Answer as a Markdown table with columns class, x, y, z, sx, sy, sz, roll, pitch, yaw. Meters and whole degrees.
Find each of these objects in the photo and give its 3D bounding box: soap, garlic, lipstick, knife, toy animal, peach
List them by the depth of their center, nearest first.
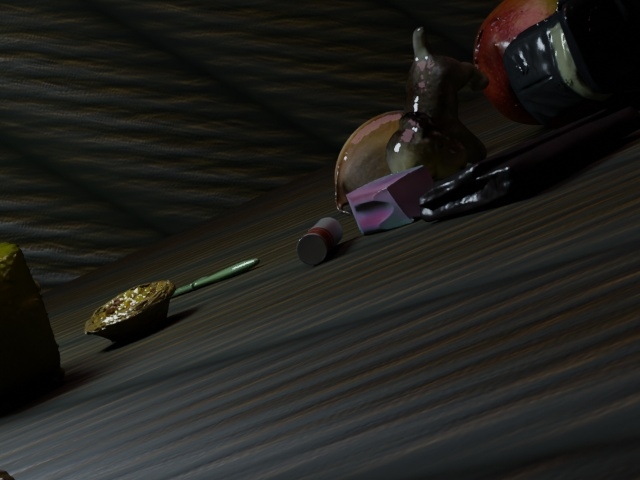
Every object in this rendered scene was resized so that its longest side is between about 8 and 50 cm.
| class | x | y | z | sx | sy | sz | roll | pitch | yaw |
| --- | --- | --- | --- | --- | --- | --- | --- | --- | --- |
| lipstick | 0.000 | 0.000 | 1.768 | 0.038 | 0.038 | 0.131 | -22 | 5 | 12 |
| soap | 0.091 | -0.050 | 1.790 | 0.100 | 0.056 | 0.149 | -29 | 7 | -26 |
| knife | -0.162 | 0.056 | 2.022 | 0.207 | 0.014 | 0.030 | -20 | 8 | 34 |
| toy animal | 0.163 | -0.163 | 2.026 | 0.121 | 0.233 | 0.169 | -8 | -28 | 30 |
| peach | 0.343 | -0.279 | 2.155 | 0.231 | 0.231 | 0.231 | -23 | 6 | 2 |
| garlic | 0.097 | -0.117 | 2.203 | 0.207 | 0.128 | 0.115 | -31 | -17 | -5 |

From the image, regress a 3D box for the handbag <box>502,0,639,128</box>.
| class | x | y | z | sx | sy | sz | roll | pitch | yaw |
| --- | --- | --- | --- | --- | --- | --- | --- | --- | --- |
| handbag | 0.394 | -0.263 | 1.943 | 0.254 | 0.181 | 0.181 | -28 | 0 | -29 |

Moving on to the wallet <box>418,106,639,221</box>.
| class | x | y | z | sx | sy | sz | roll | pitch | yaw |
| --- | --- | --- | --- | --- | --- | --- | --- | --- | --- |
| wallet | 0.237 | -0.091 | 1.625 | 0.229 | 0.049 | 0.182 | -25 | 3 | -33 |

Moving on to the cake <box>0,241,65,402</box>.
| class | x | y | z | sx | sy | sz | roll | pitch | yaw |
| --- | --- | --- | --- | --- | --- | --- | --- | --- | --- |
| cake | -0.400 | 0.107 | 1.691 | 0.156 | 0.179 | 0.260 | -27 | 9 | -23 |

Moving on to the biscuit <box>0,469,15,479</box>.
| class | x | y | z | sx | sy | sz | roll | pitch | yaw |
| --- | --- | --- | --- | --- | --- | --- | --- | --- | --- |
| biscuit | -0.281 | 0.218 | 0.889 | 0.141 | 0.038 | 0.290 | -16 | 11 | 46 |

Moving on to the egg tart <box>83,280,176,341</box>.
| class | x | y | z | sx | sy | sz | roll | pitch | yaw |
| --- | --- | --- | --- | --- | --- | --- | --- | --- | --- |
| egg tart | -0.234 | 0.095 | 1.791 | 0.129 | 0.049 | 0.129 | -25 | 11 | 5 |
